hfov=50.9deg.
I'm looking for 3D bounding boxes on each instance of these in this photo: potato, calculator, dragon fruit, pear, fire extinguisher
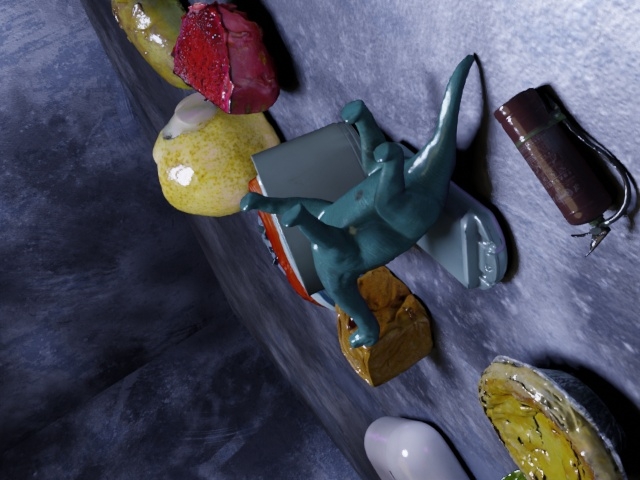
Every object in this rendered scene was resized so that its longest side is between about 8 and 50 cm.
[{"bbox_3d":[-0.348,-0.457,1.449,0.298,0.141,0.176,60,174,-5],"label":"potato"},{"bbox_3d":[0.149,-0.033,0.881,0.246,0.045,0.141,45,160,41],"label":"calculator"},{"bbox_3d":[-0.155,-0.308,1.145,0.189,0.163,0.261,25,-172,-44],"label":"dragon fruit"},{"bbox_3d":[-0.212,-0.165,1.387,0.271,0.271,0.271,52,164,22],"label":"pear"},{"bbox_3d":[0.221,-0.066,0.600,0.157,0.045,0.078,58,143,6],"label":"fire extinguisher"}]

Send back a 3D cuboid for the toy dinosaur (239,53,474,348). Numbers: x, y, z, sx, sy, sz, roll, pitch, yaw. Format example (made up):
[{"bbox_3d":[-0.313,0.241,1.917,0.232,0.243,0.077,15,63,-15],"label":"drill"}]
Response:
[{"bbox_3d":[0.104,-0.009,0.837,0.331,0.383,0.129,38,-148,-37],"label":"toy dinosaur"}]

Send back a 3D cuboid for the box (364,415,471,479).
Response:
[{"bbox_3d":[0.234,0.552,1.579,0.289,0.141,0.349,58,165,4],"label":"box"}]

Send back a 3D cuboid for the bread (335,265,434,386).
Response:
[{"bbox_3d":[0.108,0.158,1.210,0.149,0.143,0.158,42,154,46],"label":"bread"}]

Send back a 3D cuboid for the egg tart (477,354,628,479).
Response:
[{"bbox_3d":[0.300,0.237,0.844,0.234,0.094,0.234,54,163,24],"label":"egg tart"}]

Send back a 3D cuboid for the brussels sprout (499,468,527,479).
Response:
[{"bbox_3d":[0.356,0.437,1.070,0.181,0.100,0.139,-150,50,-81],"label":"brussels sprout"}]

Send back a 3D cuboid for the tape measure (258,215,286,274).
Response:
[{"bbox_3d":[-0.077,-0.007,1.544,0.181,0.107,0.182,61,164,16],"label":"tape measure"}]

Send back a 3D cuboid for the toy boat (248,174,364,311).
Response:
[{"bbox_3d":[0.000,0.000,1.263,0.133,0.145,0.332,-9,111,49],"label":"toy boat"}]

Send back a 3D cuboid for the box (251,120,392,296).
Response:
[{"bbox_3d":[0.007,-0.048,1.001,0.226,0.149,0.226,158,90,-87],"label":"box"}]
